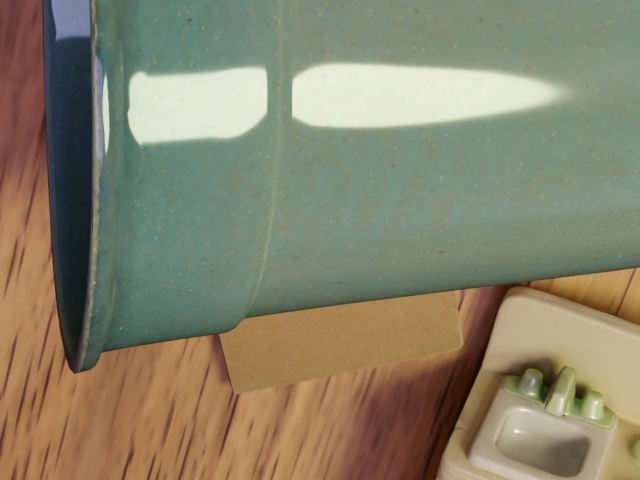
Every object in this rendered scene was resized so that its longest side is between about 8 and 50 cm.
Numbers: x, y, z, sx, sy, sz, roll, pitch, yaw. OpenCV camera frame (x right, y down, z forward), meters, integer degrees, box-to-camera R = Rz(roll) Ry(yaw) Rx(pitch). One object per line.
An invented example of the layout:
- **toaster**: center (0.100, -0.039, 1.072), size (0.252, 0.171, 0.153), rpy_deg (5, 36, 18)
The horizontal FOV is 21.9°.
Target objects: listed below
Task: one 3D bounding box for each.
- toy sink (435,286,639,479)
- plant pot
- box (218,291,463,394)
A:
- **toy sink**: center (0.153, 0.176, 1.100), size (0.153, 0.131, 0.234), rpy_deg (20, 122, 10)
- **plant pot**: center (0.027, -0.107, 0.891), size (0.334, 0.341, 0.341), rpy_deg (-2, 118, -14)
- **box**: center (0.000, 0.000, 1.095), size (0.164, 0.021, 0.201), rpy_deg (-11, 118, 1)
